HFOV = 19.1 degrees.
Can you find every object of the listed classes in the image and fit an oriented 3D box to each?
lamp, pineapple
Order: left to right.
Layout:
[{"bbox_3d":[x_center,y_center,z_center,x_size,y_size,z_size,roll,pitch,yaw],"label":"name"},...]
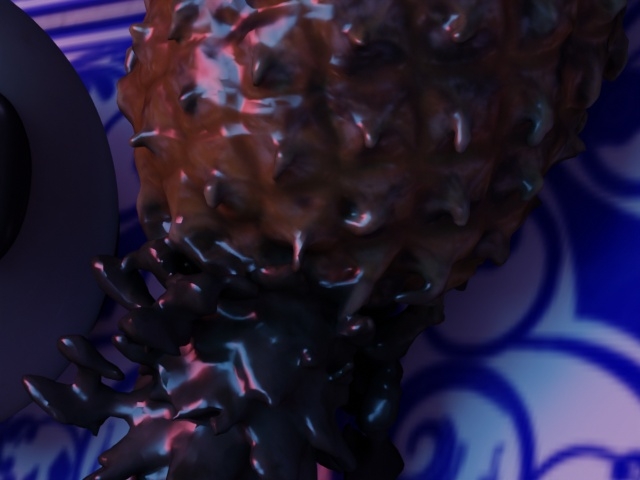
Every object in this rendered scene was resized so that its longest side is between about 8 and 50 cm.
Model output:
[{"bbox_3d":[-0.175,0.012,0.716,0.198,0.197,0.244,54,130,46],"label":"lamp"},{"bbox_3d":[0.000,0.000,0.580,0.157,0.157,0.279,15,90,47],"label":"pineapple"}]
